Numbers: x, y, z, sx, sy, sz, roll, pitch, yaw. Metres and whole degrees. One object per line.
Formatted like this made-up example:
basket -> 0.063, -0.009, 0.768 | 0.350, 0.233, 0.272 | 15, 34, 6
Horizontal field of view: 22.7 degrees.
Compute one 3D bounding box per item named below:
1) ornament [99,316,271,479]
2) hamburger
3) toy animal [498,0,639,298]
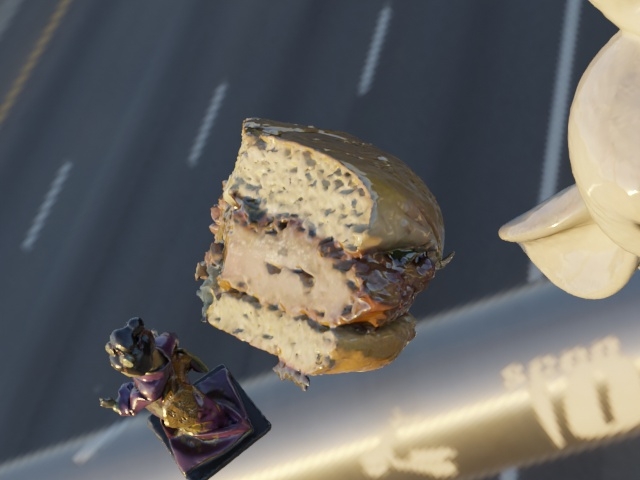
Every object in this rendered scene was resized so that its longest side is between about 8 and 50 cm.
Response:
ornament -> -0.125, 0.115, 1.226 | 0.081, 0.203, 0.088 | -42, 60, 1
hamburger -> 0.000, 0.000, 1.163 | 0.282, 0.245, 0.155 | 18, 102, 36
toy animal -> 0.121, -0.040, 0.495 | 0.131, 0.182, 0.127 | -8, 32, -1
